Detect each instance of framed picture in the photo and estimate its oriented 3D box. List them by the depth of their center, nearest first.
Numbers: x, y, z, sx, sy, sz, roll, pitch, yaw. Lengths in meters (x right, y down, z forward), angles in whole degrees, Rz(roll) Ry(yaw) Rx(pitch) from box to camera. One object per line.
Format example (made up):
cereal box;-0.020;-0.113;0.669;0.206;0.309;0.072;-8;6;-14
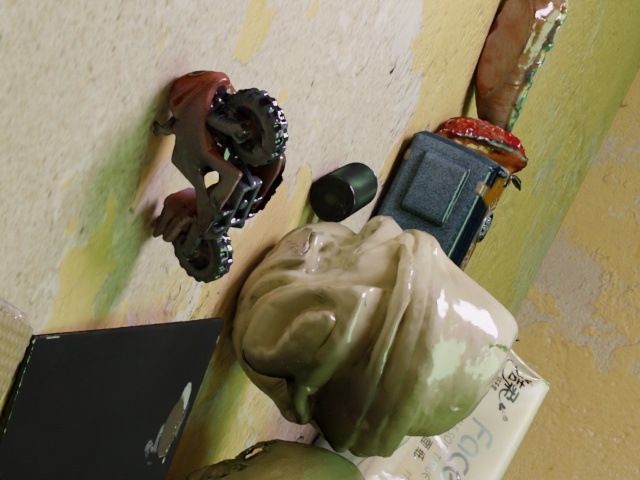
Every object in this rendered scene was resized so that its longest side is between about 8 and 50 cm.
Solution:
framed picture;-0.206;0.188;1.424;0.324;0.013;0.244;-1;114;-66

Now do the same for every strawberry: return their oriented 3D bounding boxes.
strawberry;0.224;-0.128;2.337;0.140;0.192;0.085;-58;-145;42

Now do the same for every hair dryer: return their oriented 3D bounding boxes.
hair dryer;0.000;0.000;1.879;0.197;0.057;0.100;-63;167;19

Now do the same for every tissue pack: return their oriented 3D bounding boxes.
tissue pack;0.103;0.338;2.233;0.332;0.205;0.405;-43;-173;47

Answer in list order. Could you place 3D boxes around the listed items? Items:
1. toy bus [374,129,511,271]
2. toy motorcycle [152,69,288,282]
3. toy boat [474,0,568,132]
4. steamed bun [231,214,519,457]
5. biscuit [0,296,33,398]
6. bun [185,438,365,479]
toy bus;0.144;-0.007;2.173;0.275;0.138;0.167;-64;163;0
toy motorcycle;-0.095;-0.062;1.352;0.084;0.118;0.212;-27;153;-43
toy boat;0.286;-0.254;2.367;0.099;0.108;0.293;-4;121;-42
steamed bun;0.035;0.115;1.710;0.320;0.275;0.206;-24;-167;45
biscuit;-0.280;0.141;1.081;0.239;0.062;0.108;-64;165;-8
bun;-0.083;0.318;1.776;0.287;0.146;0.287;-24;156;-11
